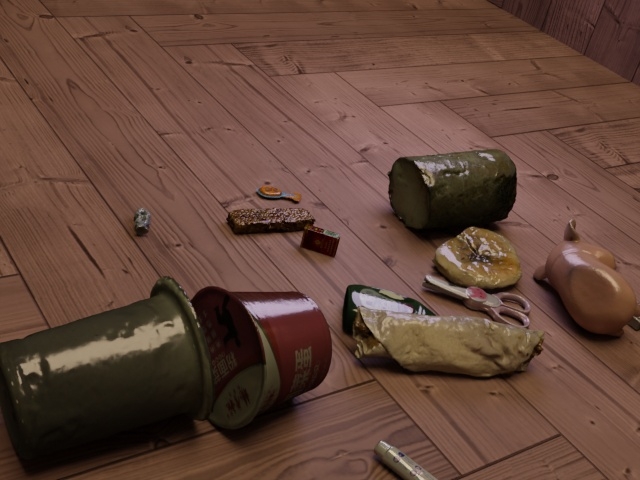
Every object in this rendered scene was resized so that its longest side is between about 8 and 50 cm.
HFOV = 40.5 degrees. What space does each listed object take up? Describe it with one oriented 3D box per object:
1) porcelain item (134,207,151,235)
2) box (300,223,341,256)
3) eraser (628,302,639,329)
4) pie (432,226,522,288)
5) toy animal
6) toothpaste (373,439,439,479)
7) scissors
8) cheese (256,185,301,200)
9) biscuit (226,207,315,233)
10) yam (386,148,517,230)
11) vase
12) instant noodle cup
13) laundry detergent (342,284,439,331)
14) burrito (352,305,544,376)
[{"bbox_3d":[-0.383,-0.043,1.866,0.036,0.028,0.083,2,33,-13],"label":"porcelain item"},{"bbox_3d":[0.000,0.000,1.922,0.082,0.051,0.023,18,32,5],"label":"box"},{"bbox_3d":[0.737,0.166,1.966,0.122,0.029,0.052,-13,42,-34],"label":"eraser"},{"bbox_3d":[0.372,0.049,1.990,0.185,0.052,0.218,36,40,22],"label":"pie"},{"bbox_3d":[0.587,0.097,1.910,0.154,0.166,0.250,26,23,-39],"label":"toy animal"},{"bbox_3d":[0.177,0.399,1.403,0.218,0.033,0.052,34,42,24],"label":"toothpaste"},{"bbox_3d":[0.337,0.128,1.873,0.242,0.030,0.118,20,33,2],"label":"scissors"},{"bbox_3d":[-0.100,-0.112,2.089,0.111,0.017,0.047,9,36,-7],"label":"cheese"},{"bbox_3d":[-0.110,-0.046,1.967,0.199,0.034,0.064,-5,38,-26],"label":"biscuit"},{"bbox_3d":[0.326,-0.124,2.111,0.300,0.195,0.195,-7,38,-28],"label":"yam"},{"bbox_3d":[-0.341,0.201,1.337,0.291,0.245,0.245,-13,41,-28],"label":"vase"},{"bbox_3d":[-0.103,0.183,1.462,0.179,0.234,0.235,-7,37,-43],"label":"instant noodle cup"},{"bbox_3d":[0.152,0.148,1.745,0.211,0.063,0.137,10,29,-5],"label":"laundry detergent"},{"bbox_3d":[0.251,0.201,1.671,0.392,0.117,0.076,8,-9,-14],"label":"burrito"}]
